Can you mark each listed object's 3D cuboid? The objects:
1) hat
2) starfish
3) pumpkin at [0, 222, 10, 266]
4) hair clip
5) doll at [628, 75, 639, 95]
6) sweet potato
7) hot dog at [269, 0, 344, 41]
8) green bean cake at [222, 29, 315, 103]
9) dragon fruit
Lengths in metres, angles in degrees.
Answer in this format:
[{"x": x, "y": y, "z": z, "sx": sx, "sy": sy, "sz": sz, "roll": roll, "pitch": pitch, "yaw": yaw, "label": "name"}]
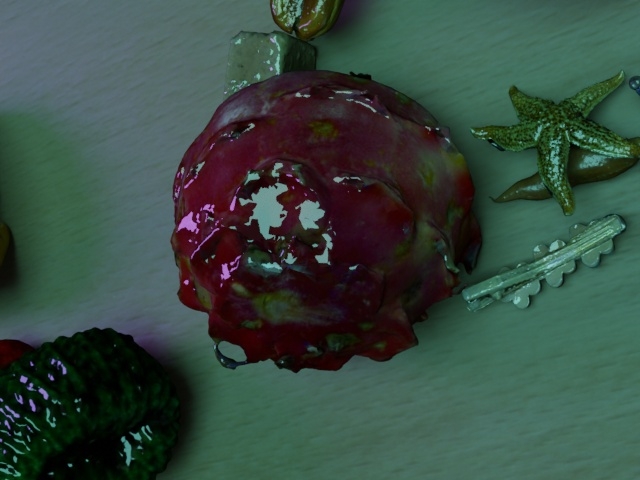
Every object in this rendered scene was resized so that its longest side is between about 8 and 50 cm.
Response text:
[{"x": -0.369, "y": 0.211, "z": 1.553, "sx": 0.332, "sy": 0.274, "sz": 0.242, "roll": 30, "pitch": 115, "yaw": 45, "label": "hat"}, {"x": 0.286, "y": -0.136, "z": 1.327, "sx": 0.176, "sy": 0.053, "sz": 0.208, "roll": -45, "pitch": 57, "yaw": -8, "label": "starfish"}, {"x": -0.592, "y": -0.033, "z": 1.617, "sx": 0.225, "sy": 0.256, "sz": 0.303, "roll": -18, "pitch": 100, "yaw": 19, "label": "pumpkin"}, {"x": 0.269, "y": 0.033, "z": 1.372, "sx": 0.214, "sy": 0.056, "sz": 0.062, "roll": -27, "pitch": 65, "yaw": 12, "label": "hair clip"}, {"x": 0.409, "y": -0.138, "z": 1.290, "sx": 0.114, "sy": 0.085, "sz": 0.152, "roll": -6, "pitch": 77, "yaw": -13, "label": "doll"}, {"x": 0.290, "y": -0.081, "z": 1.357, "sx": 0.195, "sy": 0.056, "sz": 0.056, "roll": -24, "pitch": 82, "yaw": 21, "label": "sweet potato"}, {"x": 0.005, "y": -0.366, "z": 1.392, "sx": 0.100, "sy": 0.068, "sz": 0.249, "roll": 21, "pitch": 102, "yaw": 23, "label": "hot dog"}, {"x": -0.068, "y": -0.175, "z": 1.472, "sx": 0.085, "sy": 0.109, "sz": 0.179, "roll": 8, "pitch": 95, "yaw": 22, "label": "green bean cake"}, {"x": 0.000, "y": 0.000, "z": 1.330, "sx": 0.386, "sy": 0.249, "sz": 0.371, "roll": 12, "pitch": 115, "yaw": 1, "label": "dragon fruit"}]
